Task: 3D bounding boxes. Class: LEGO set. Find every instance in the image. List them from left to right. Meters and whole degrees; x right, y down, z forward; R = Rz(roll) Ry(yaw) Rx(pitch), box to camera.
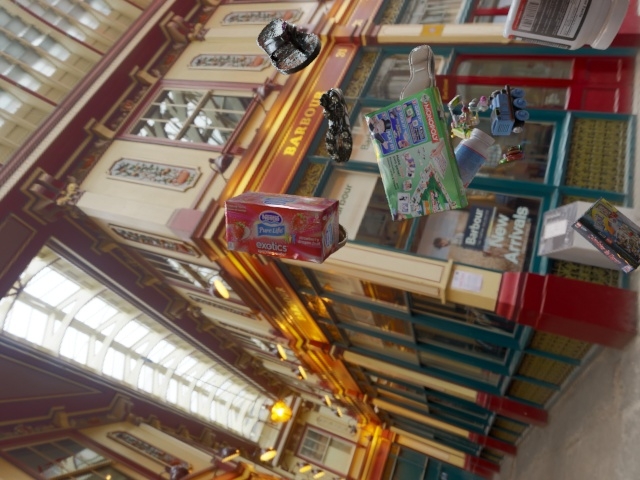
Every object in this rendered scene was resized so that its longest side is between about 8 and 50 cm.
[{"bbox_3d":[0.518,-0.445,1.547,0.107,0.132,0.287,60,-142,-28],"label":"LEGO set"}]

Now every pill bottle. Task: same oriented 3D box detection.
[{"bbox_3d":[0.411,-0.226,1.206,0.160,0.087,0.087,-58,-19,15],"label":"pill bottle"},{"bbox_3d":[0.877,-0.816,1.564,0.210,0.362,0.211,18,-90,-77],"label":"pill bottle"}]

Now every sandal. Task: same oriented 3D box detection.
[{"bbox_3d":[-0.144,-0.706,1.525,0.168,0.446,0.107,-47,-46,7],"label":"sandal"}]

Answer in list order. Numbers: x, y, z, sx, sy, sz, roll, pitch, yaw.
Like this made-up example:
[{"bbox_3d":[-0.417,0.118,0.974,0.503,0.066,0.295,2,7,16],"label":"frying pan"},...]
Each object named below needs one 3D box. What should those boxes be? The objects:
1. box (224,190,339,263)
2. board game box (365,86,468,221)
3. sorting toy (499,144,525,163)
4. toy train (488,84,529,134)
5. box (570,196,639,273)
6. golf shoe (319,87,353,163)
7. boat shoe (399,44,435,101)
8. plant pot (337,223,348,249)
[{"bbox_3d":[-0.092,-0.038,1.042,0.122,0.256,0.128,-39,-47,-62],"label":"box"},{"bbox_3d":[0.258,-0.224,1.180,0.046,0.213,0.318,-22,-82,-48],"label":"board game box"},{"bbox_3d":[0.545,-0.246,1.221,0.102,0.061,0.042,-30,-68,-86],"label":"sorting toy"},{"bbox_3d":[0.596,-0.417,1.374,0.080,0.105,0.184,81,-165,-60],"label":"toy train"},{"bbox_3d":[1.002,-0.020,1.470,0.159,0.233,0.044,-35,-19,-20],"label":"box"},{"bbox_3d":[0.076,-0.424,1.592,0.120,0.105,0.273,-55,-38,-51],"label":"golf shoe"},{"bbox_3d":[0.346,-0.526,1.472,0.095,0.112,0.336,47,-133,-46],"label":"boat shoe"},{"bbox_3d":[0.000,0.000,1.927,0.237,0.237,0.110,-46,-29,-51],"label":"plant pot"}]
